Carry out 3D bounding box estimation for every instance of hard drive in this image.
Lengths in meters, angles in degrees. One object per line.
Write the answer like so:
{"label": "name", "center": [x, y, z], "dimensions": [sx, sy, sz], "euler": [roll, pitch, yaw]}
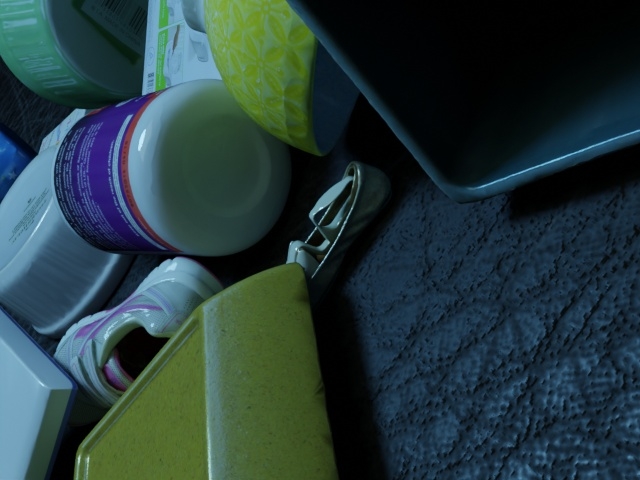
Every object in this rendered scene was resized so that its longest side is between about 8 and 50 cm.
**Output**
{"label": "hard drive", "center": [-0.371, 0.252, 0.990], "dimensions": [0.210, 0.040, 0.318], "euler": [31, 106, 41]}

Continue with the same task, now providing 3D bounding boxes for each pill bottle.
{"label": "pill bottle", "center": [-0.188, -0.073, 1.023], "dimensions": [0.323, 0.181, 0.181], "euler": [0, 63, 53]}

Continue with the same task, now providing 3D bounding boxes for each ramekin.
{"label": "ramekin", "center": [-0.364, -0.011, 1.259], "dimensions": [0.273, 0.127, 0.272], "euler": [-34, 38, 32]}
{"label": "ramekin", "center": [-0.318, -0.345, 1.335], "dimensions": [0.148, 0.303, 0.303], "euler": [11, 72, 48]}

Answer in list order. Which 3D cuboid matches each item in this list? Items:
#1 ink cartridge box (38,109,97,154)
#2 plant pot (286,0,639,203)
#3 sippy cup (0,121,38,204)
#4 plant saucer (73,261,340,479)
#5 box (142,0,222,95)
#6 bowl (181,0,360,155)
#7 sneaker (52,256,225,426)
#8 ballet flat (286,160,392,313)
{"label": "ink cartridge box", "center": [-0.422, -0.143, 1.510], "dimensions": [0.181, 0.062, 0.104], "euler": [-32, 40, 35]}
{"label": "plant pot", "center": [0.158, -0.223, 0.644], "dimensions": [0.248, 0.247, 0.252], "euler": [-21, 31, 44]}
{"label": "sippy cup", "center": [-0.613, -0.098, 1.600], "dimensions": [0.224, 0.240, 0.305], "euler": [-47, 57, -2]}
{"label": "plant saucer", "center": [-0.121, 0.215, 0.744], "dimensions": [0.332, 0.081, 0.332], "euler": [-47, 33, 28]}
{"label": "box", "center": [-0.103, -0.288, 1.064], "dimensions": [0.231, 0.127, 0.261], "euler": [1, 86, 54]}
{"label": "bowl", "center": [-0.036, -0.236, 0.838], "dimensions": [0.289, 0.156, 0.289], "euler": [16, -90, -81]}
{"label": "sneaker", "center": [-0.210, 0.122, 0.933], "dimensions": [0.252, 0.103, 0.111], "euler": [-42, 14, 25]}
{"label": "ballet flat", "center": [0.000, 0.000, 0.828], "dimensions": [0.168, 0.052, 0.057], "euler": [-57, 33, 2]}
